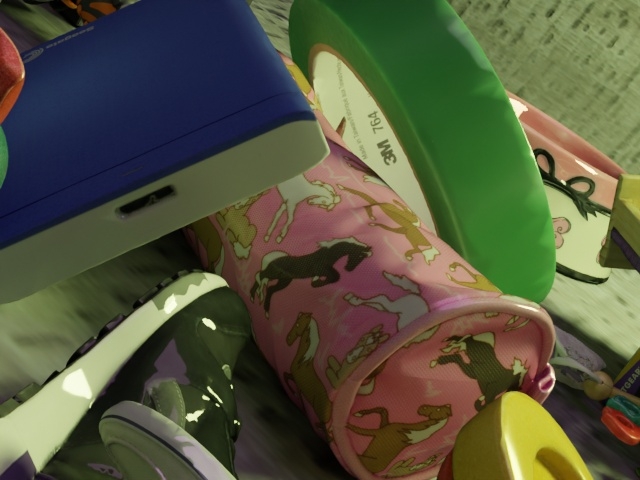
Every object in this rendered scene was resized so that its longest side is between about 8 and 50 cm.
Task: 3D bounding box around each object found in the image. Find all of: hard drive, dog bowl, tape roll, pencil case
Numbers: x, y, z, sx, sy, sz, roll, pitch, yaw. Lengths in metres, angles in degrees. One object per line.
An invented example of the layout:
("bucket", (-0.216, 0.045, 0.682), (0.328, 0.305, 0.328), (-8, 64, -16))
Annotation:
("hard drive", (-0.131, -0.093, 0.690), (0.319, 0.210, 0.040), (-116, -178, -58))
("dog bowl", (0.311, -0.113, 1.547), (0.408, 0.150, 0.408), (29, 18, -10))
("tape roll", (0.077, -0.072, 0.856), (0.321, 0.077, 0.321), (60, -10, 18))
("pencil case", (0.000, 0.000, 0.721), (0.386, 0.167, 0.160), (53, -11, 46))

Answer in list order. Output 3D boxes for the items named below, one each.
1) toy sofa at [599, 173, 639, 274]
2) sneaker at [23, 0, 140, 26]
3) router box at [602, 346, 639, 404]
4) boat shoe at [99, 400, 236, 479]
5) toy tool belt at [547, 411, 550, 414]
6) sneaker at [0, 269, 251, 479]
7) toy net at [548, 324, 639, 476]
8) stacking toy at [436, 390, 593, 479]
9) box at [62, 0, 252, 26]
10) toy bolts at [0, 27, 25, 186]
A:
("toy sofa", (0.404, 0.067, 1.019), (0.150, 0.177, 0.362), (5, 21, -2))
("sneaker", (-0.227, -0.243, 1.023), (0.124, 0.180, 0.321), (42, 39, -57))
("router box", (0.457, 0.200, 1.076), (0.243, 0.081, 0.309), (41, 20, 25))
("boat shoe", (-0.043, 0.097, 0.335), (0.100, 0.035, 0.035), (44, 52, 9))
("toy tool belt", (0.142, 0.143, 0.769), (0.051, 0.052, 0.083), (-5, 24, -10))
("sneaker", (-0.078, 0.112, 0.412), (0.124, 0.107, 0.283), (43, 25, 1))
("toy net", (0.265, 0.160, 0.929), (0.122, 0.045, 0.232), (15, 23, -39))
("stacking toy", (0.070, 0.237, 0.375), (0.279, 0.130, 0.309), (60, 22, -1))
("box", (-0.206, -0.336, 1.235), (0.142, 0.163, 0.247), (42, 20, 28))
("toy bolts", (-0.241, -0.106, 0.535), (0.228, 0.158, 0.218), (46, 62, 4))
